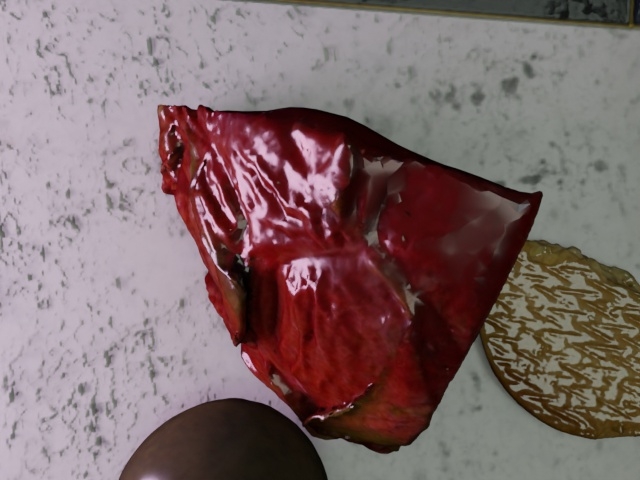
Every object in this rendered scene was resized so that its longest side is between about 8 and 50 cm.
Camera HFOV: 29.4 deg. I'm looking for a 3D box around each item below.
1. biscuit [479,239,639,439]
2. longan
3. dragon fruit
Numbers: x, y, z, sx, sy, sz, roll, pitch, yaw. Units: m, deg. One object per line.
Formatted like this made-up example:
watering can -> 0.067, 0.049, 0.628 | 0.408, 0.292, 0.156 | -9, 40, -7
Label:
biscuit -> 0.223, 0.090, 1.011 | 0.224, 0.033, 0.144 | 25, 90, -2
longan -> -0.077, 0.215, 0.938 | 0.167, 0.167, 0.187 | 18, 113, -2
dragon fruit -> 0.000, 0.000, 0.961 | 0.330, 0.240, 0.302 | 33, 117, 19
